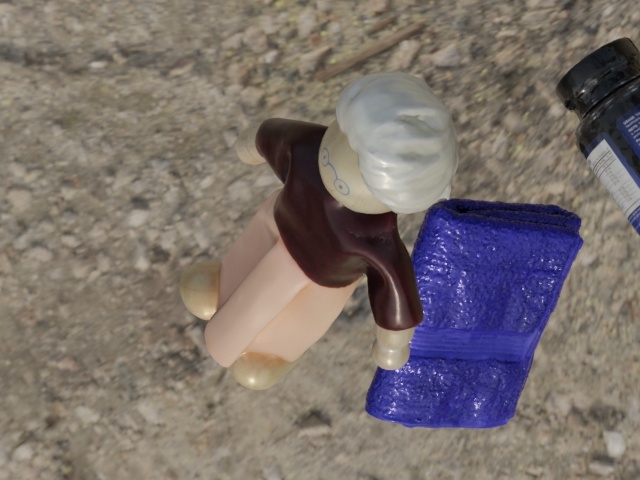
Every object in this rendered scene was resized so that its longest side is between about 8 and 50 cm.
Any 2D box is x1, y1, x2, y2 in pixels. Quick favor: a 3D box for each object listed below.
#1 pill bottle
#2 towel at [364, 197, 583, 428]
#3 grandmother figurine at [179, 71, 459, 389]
[{"bbox_3d":[0.336,-0.091,1.202,0.123,0.123,0.219,-37,75,20],"label":"pill bottle"},{"bbox_3d":[0.197,0.100,1.487,0.227,0.076,0.308,1,117,-27],"label":"towel"},{"bbox_3d":[0.000,0.000,0.840,0.208,0.104,0.342,47,146,8],"label":"grandmother figurine"}]
